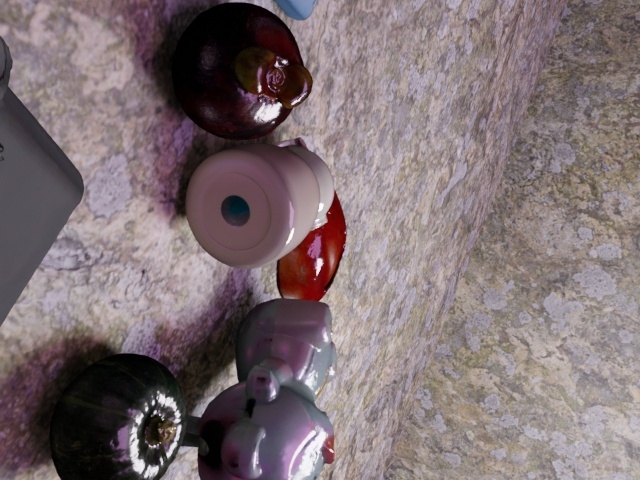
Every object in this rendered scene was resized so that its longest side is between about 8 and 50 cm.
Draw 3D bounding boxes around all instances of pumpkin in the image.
[{"bbox_3d":[-0.225,0.212,0.730,0.167,0.125,0.167,-32,135,-39],"label":"pumpkin"}]

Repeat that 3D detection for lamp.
[{"bbox_3d":[-0.093,0.241,0.951,0.247,0.248,0.301,87,11,-50],"label":"lamp"}]

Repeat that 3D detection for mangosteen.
[{"bbox_3d":[-0.079,-0.177,0.692,0.152,0.153,0.152,-47,148,-41],"label":"mangosteen"}]

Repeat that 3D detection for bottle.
[{"bbox_3d":[-0.058,-0.060,0.851,0.236,0.148,0.147,-33,139,-65],"label":"bottle"}]

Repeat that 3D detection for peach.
[{"bbox_3d":[0.003,0.002,1.119,0.189,0.068,0.279,-47,148,-45],"label":"peach"}]

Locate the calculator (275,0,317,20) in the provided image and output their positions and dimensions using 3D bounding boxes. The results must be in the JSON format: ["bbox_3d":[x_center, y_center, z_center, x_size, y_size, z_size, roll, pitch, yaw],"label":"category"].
[{"bbox_3d":[-0.038,-0.351,0.768,0.121,0.039,0.210,-67,157,0],"label":"calculator"}]

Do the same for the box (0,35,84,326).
[{"bbox_3d":[-0.255,-0.045,0.334,0.163,0.244,0.135,-64,169,-14],"label":"box"}]
